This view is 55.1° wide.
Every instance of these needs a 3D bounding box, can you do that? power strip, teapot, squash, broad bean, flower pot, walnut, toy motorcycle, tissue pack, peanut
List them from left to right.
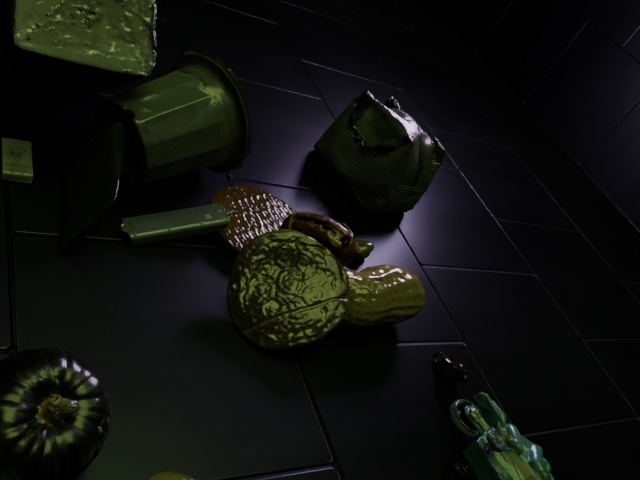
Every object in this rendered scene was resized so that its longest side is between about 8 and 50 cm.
[{"bbox_3d":[-0.594,-0.158,1.202,0.056,0.023,0.108,6,43,-34],"label":"tissue pack"},{"bbox_3d":[-0.372,0.234,0.802,0.193,0.156,0.193,8,64,-18],"label":"squash"},{"bbox_3d":[-0.519,-0.450,1.263,0.264,0.254,0.416,1,6,-34],"label":"tissue pack"},{"bbox_3d":[-0.330,-0.250,1.334,0.290,0.290,0.259,46,47,17],"label":"flower pot"},{"bbox_3d":[-0.287,-0.038,1.269,0.252,0.027,0.060,-11,53,-32],"label":"power strip"},{"bbox_3d":[0.000,0.000,1.321,0.207,0.116,0.115,21,27,29],"label":"walnut"},{"bbox_3d":[0.092,0.019,1.530,0.083,0.045,0.063,10,39,-18],"label":"broad bean"},{"bbox_3d":[0.100,0.122,1.338,0.305,0.147,0.147,-3,49,-38],"label":"peanut"},{"bbox_3d":[0.287,0.287,1.363,0.100,0.045,0.067,38,7,37],"label":"teapot"},{"bbox_3d":[0.375,0.433,1.205,0.198,0.109,0.297,-2,49,-43],"label":"toy motorcycle"}]

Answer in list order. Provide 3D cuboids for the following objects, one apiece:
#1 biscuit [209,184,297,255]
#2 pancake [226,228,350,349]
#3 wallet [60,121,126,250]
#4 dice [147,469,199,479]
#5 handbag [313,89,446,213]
[{"bbox_3d":[-0.137,-0.028,1.405,0.261,0.037,0.262,21,37,-17],"label":"biscuit"},{"bbox_3d":[-0.064,0.093,1.212,0.249,0.031,0.250,3,70,-8],"label":"pancake"},{"bbox_3d":[-0.428,-0.104,1.160,0.052,0.168,0.245,35,27,-40],"label":"wallet"},{"bbox_3d":[-0.191,0.399,0.730,0.166,0.169,0.169,38,35,5],"label":"dice"},{"bbox_3d":[0.176,-0.259,1.763,0.247,0.240,0.341,-4,48,-48],"label":"handbag"}]
